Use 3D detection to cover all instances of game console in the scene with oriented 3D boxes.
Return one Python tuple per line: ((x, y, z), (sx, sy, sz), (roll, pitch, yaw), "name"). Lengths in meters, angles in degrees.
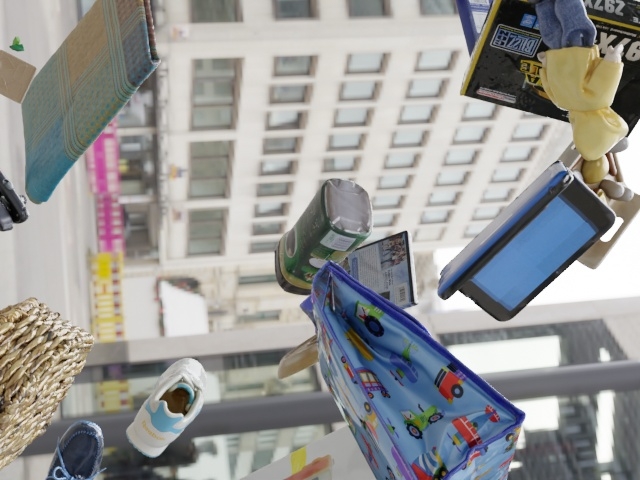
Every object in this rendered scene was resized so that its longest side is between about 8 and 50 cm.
((0.362, 0.024, 1.669), (0.293, 0.173, 0.250), (-46, -179, 15), "game console")

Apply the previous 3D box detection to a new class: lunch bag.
((0.070, 0.170, 1.087), (0.293, 0.138, 0.221), (47, -17, 26), "lunch bag")

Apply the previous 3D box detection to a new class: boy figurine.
((0.413, -0.267, 1.522), (0.177, 0.092, 0.285), (1, -66, 64), "boy figurine")

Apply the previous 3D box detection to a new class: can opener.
((-0.571, -0.105, 1.695), (0.186, 0.059, 0.073), (60, 21, 2), "can opener")

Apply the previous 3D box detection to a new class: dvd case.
((0.093, 0.095, 2.137), (0.022, 0.253, 0.180), (36, 42, -46), "dvd case")

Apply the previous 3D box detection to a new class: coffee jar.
((0.000, 0.000, 1.366), (0.184, 0.079, 0.096), (-49, -144, 48), "coffee jar")

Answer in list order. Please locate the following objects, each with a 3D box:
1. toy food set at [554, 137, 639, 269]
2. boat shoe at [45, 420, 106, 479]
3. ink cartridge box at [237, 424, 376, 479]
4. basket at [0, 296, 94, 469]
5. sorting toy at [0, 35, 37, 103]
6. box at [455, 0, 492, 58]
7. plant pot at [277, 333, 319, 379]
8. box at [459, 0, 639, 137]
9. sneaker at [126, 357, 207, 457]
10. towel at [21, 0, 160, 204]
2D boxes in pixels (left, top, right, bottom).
((0.579, -0.110, 1.997), (0.092, 0.219, 0.306), (22, -26, 43), "toy food set")
((-0.478, 0.470, 1.863), (0.089, 0.109, 0.258), (-100, -152, -69), "boat shoe")
((0.019, 0.491, 1.651), (0.279, 0.385, 0.160), (48, 21, -34), "ink cartridge box")
((-0.456, 0.163, 1.254), (0.213, 0.223, 0.299), (-59, 178, 13), "basket")
((-0.428, -0.241, 1.365), (0.083, 0.062, 0.012), (-63, 179, 6), "sorting toy")
((0.359, -0.412, 2.019), (0.036, 0.136, 0.225), (-27, -108, 51), "box")
((0.010, 0.201, 1.933), (0.032, 0.236, 0.236), (60, -13, 0), "plant pot")
((0.433, -0.319, 1.694), (0.257, 0.322, 0.079), (105, 0, -56), "box")
((-0.218, 0.245, 1.520), (0.092, 0.087, 0.228), (-48, -173, 22), "sneaker")
((-0.388, -0.260, 1.613), (0.370, 0.040, 0.271), (-40, -132, 31), "towel")
